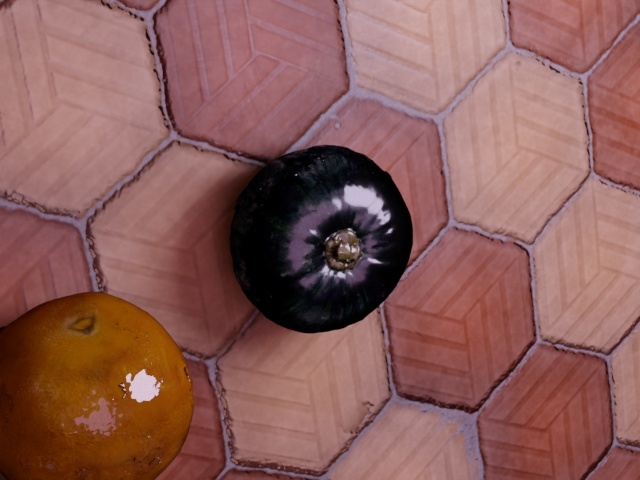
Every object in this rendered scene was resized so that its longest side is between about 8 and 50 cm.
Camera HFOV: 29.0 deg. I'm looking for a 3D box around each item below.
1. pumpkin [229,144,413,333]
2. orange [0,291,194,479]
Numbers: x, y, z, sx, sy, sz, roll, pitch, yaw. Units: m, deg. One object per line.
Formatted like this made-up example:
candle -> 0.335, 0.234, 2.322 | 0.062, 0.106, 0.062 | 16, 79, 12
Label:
pumpkin -> 0.000, 0.000, 1.512 | 0.233, 0.163, 0.233 | -5, 102, -27
orange -> -0.259, 0.176, 1.361 | 0.240, 0.240, 0.240 | -6, 103, -28
